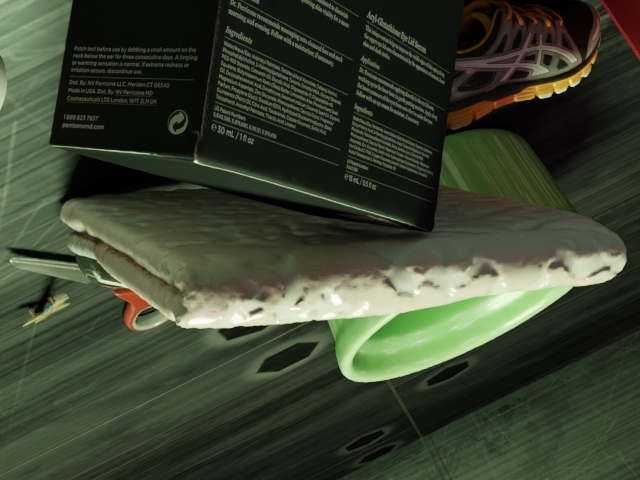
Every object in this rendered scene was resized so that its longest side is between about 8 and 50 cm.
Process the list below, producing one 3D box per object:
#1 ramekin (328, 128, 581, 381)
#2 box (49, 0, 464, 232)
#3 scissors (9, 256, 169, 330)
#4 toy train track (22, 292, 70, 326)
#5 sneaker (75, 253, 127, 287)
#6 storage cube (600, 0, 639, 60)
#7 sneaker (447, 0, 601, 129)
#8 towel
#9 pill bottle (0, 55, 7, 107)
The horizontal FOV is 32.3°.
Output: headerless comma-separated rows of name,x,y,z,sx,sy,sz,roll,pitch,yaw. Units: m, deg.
ramekin,0.130,0.014,1.180,0.303,0.148,0.303,-22,158,-9
box,-0.017,-0.115,0.639,0.103,0.184,0.261,9,178,31
scissors,-0.181,0.032,1.052,0.109,0.021,0.297,-26,158,6
toy train track,-0.251,0.059,1.020,0.048,0.014,0.083,-27,178,-33
sneaker,-0.133,0.013,0.992,0.178,0.072,0.077,-6,163,-30
storage cube,0.355,-0.192,0.895,0.183,0.193,0.215,-38,157,27
sneaker,0.150,-0.160,0.901,0.215,0.084,0.083,-28,129,-28
towel,0.000,0.000,0.834,0.332,0.053,0.317,-6,-168,-26
pill bottle,-0.226,-0.114,0.527,0.108,0.108,0.193,-26,159,-1
